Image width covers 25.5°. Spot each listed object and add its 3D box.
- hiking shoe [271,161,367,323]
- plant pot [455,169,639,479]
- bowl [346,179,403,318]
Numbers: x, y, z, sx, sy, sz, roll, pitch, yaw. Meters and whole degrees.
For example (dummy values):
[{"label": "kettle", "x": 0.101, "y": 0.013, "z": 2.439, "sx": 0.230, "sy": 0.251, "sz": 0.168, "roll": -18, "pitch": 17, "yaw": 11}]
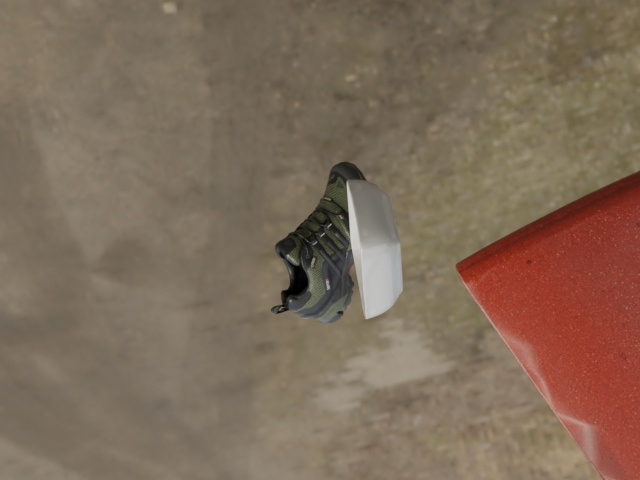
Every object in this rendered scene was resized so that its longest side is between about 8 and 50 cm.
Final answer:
[{"label": "hiking shoe", "x": 0.000, "y": 0.000, "z": 1.934, "sx": 0.114, "sy": 0.227, "sz": 0.086, "roll": 10, "pitch": -179, "yaw": -37}, {"label": "plant pot", "x": 0.294, "y": 0.050, "z": 1.077, "sx": 0.236, "sy": 0.267, "sz": 0.267, "roll": -37, "pitch": 173, "yaw": 16}, {"label": "bowl", "x": 0.067, "y": 0.006, "z": 1.738, "sx": 0.053, "sy": 0.142, "sz": 0.142, "roll": -9, "pitch": 134, "yaw": -1}]
